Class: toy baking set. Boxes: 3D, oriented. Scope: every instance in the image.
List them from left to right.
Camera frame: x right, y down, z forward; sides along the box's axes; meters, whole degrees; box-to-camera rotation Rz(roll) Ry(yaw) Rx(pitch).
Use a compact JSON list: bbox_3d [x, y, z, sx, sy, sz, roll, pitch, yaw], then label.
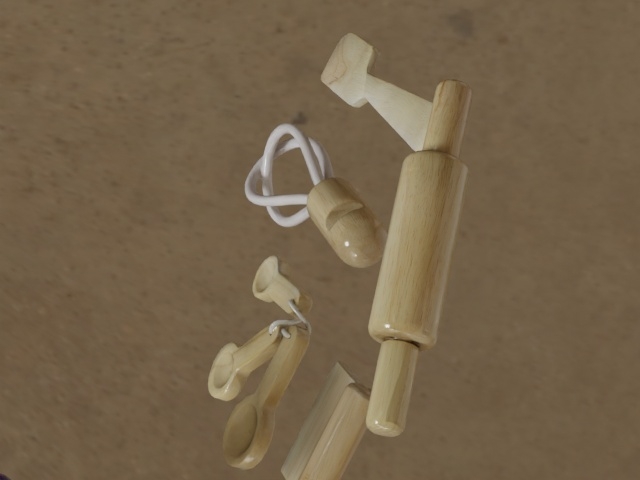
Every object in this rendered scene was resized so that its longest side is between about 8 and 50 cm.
[{"bbox_3d":[0.003,0.000,0.765,0.030,0.197,0.256,23,72,-27],"label":"toy baking set"}]

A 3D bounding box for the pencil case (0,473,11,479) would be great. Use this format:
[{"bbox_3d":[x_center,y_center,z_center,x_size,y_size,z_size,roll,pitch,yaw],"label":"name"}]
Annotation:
[{"bbox_3d":[-0.186,0.129,0.661,0.152,0.064,0.070,10,109,-58],"label":"pencil case"}]
